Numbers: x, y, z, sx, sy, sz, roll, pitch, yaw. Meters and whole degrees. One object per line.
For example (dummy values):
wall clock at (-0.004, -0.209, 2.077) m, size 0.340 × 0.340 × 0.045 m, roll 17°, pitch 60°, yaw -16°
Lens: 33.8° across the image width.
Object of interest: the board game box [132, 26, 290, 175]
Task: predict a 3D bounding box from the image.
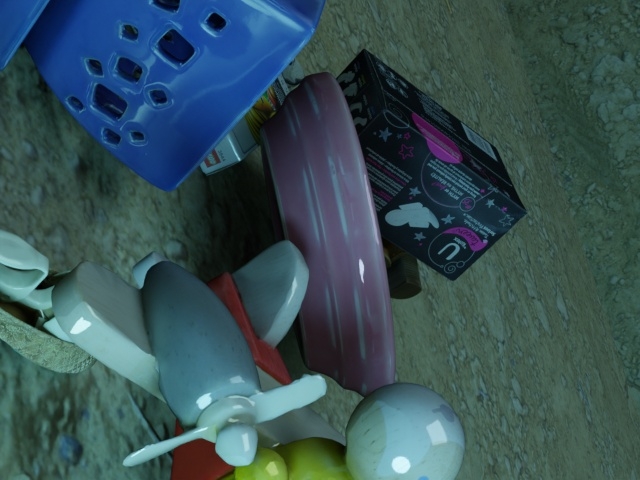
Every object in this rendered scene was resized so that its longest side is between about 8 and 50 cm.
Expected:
board game box at (-0.135, -0.241, 1.128) m, size 0.305 × 0.053 × 0.193 m, roll 65°, pitch 25°, yaw -13°

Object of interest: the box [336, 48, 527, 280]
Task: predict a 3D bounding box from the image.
box at (0.109, -0.092, 1.321) m, size 0.247 × 0.142 × 0.163 m, roll 33°, pitch 26°, yaw -28°

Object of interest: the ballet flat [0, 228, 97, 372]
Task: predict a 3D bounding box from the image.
ballet flat at (-0.206, 0.038, 0.742) m, size 0.206 × 0.067 × 0.073 m, roll 39°, pitch 37°, yaw -51°

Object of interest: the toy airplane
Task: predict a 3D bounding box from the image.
toy airplane at (-0.019, 0.156, 0.804) m, size 0.384 × 0.272 × 0.386 m, roll 68°, pitch 24°, yaw -4°

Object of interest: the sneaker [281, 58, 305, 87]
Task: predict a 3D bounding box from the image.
sneaker at (-0.050, -0.239, 1.306) m, size 0.135 × 0.058 × 0.052 m, roll 42°, pitch 36°, yaw -49°

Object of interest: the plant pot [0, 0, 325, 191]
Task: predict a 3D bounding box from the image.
plant pot at (-0.133, -0.221, 0.871) m, size 0.212 × 0.236 × 0.236 m, roll 31°, pitch 43°, yaw -21°

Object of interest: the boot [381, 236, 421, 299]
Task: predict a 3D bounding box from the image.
boot at (0.053, -0.014, 1.360) m, size 0.197 × 0.073 × 0.152 m, roll 32°, pitch 37°, yaw -53°

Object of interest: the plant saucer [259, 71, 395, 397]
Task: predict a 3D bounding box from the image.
plant saucer at (0.000, 0.000, 1.067) m, size 0.332 × 0.084 × 0.332 m, roll 170°, pitch -90°, yaw -86°
